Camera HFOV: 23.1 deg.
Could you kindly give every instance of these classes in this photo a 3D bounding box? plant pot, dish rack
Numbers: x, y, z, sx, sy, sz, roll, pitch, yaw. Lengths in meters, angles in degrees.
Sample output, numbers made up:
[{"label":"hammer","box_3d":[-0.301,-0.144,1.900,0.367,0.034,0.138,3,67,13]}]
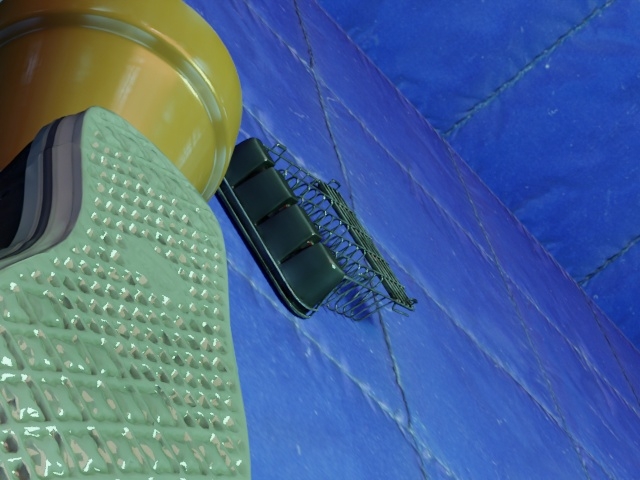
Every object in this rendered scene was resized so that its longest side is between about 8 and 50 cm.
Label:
[{"label":"plant pot","box_3d":[-0.169,-0.054,1.095,0.205,0.205,0.188,45,31,-24]},{"label":"dish rack","box_3d":[0.000,0.000,1.717,0.208,0.074,0.271,59,14,23]}]

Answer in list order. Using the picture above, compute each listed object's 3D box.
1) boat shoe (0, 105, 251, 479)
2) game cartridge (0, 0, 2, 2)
[{"label":"boat shoe","box_3d":[-0.143,0.082,0.770,0.187,0.156,0.500,46,14,-19]},{"label":"game cartridge","box_3d":[-0.358,-0.339,1.465,0.355,0.068,0.230,57,19,23]}]
